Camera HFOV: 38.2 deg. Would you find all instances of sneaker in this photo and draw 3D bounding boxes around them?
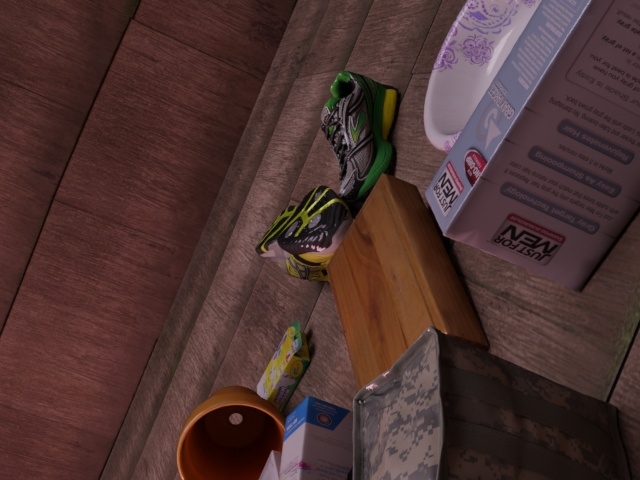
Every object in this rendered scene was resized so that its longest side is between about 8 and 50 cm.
[{"bbox_3d":[0.057,-0.191,1.814,0.134,0.146,0.343,-49,26,46],"label":"sneaker"},{"bbox_3d":[0.000,0.000,1.744,0.145,0.147,0.385,-55,11,-11],"label":"sneaker"}]

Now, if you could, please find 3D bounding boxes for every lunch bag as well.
[{"bbox_3d":[0.155,0.255,0.816,0.169,0.235,0.287,-49,25,39],"label":"lunch bag"}]

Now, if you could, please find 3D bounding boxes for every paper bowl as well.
[{"bbox_3d":[0.268,-0.224,1.212,0.284,0.148,0.284,-55,21,33],"label":"paper bowl"}]

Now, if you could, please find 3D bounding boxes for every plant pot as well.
[{"bbox_3d":[-0.157,0.359,1.707,0.188,0.205,0.205,-116,50,-77],"label":"plant pot"}]

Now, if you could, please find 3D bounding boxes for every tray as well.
[{"bbox_3d":[0.110,0.090,1.376,0.202,0.076,0.411,-59,23,26],"label":"tray"}]

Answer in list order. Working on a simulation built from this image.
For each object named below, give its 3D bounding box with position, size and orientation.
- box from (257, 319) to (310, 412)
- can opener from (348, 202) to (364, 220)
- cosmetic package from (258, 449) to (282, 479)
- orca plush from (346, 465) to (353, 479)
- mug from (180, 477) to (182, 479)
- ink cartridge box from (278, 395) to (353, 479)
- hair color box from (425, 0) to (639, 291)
[{"bbox_3d":[-0.070,0.254,1.828,0.105,0.043,0.179,-102,35,-62],"label":"box"},{"bbox_3d":[0.108,-0.026,1.613,0.186,0.073,0.059,11,77,62],"label":"can opener"},{"bbox_3d":[-0.056,0.452,1.509,0.239,0.060,0.098,-118,49,-68],"label":"cosmetic package"},{"bbox_3d":[0.097,0.298,1.132,0.287,0.102,0.151,-2,78,62],"label":"orca plush"},{"bbox_3d":[-0.211,0.518,1.820,0.150,0.113,0.169,-68,20,6],"label":"mug"},{"bbox_3d":[0.013,0.351,1.298,0.078,0.134,0.231,-50,24,43],"label":"ink cartridge box"},{"bbox_3d":[0.289,-0.146,0.988,0.374,0.185,0.113,-61,19,22],"label":"hair color box"}]
